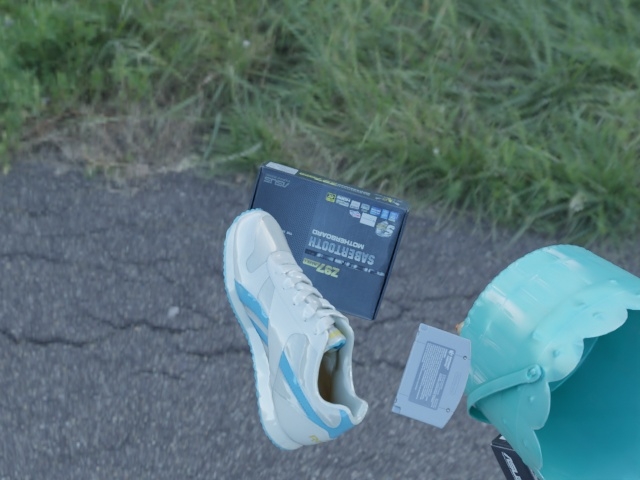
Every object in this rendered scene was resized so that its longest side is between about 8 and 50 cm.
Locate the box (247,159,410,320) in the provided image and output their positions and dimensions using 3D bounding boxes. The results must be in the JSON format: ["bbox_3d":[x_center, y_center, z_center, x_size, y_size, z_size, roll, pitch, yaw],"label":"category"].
[{"bbox_3d":[0.000,0.000,1.425,0.232,0.183,0.059,18,17,5],"label":"box"}]

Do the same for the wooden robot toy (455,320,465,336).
[{"bbox_3d":[0.273,0.181,1.701,0.079,0.076,0.173,23,40,32],"label":"wooden robot toy"}]

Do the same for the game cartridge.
[{"bbox_3d":[0.102,0.122,0.841,0.056,0.017,0.083,19,82,7],"label":"game cartridge"}]

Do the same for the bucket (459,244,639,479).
[{"bbox_3d":[0.305,0.150,1.104,0.281,0.281,0.183,-15,31,-22],"label":"bucket"}]

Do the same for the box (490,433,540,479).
[{"bbox_3d":[0.518,0.387,1.690,0.395,0.097,0.318,-32,104,-27],"label":"box"}]

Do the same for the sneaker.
[{"bbox_3d":[-0.022,0.075,0.885,0.087,0.092,0.229,-5,76,-58],"label":"sneaker"}]
